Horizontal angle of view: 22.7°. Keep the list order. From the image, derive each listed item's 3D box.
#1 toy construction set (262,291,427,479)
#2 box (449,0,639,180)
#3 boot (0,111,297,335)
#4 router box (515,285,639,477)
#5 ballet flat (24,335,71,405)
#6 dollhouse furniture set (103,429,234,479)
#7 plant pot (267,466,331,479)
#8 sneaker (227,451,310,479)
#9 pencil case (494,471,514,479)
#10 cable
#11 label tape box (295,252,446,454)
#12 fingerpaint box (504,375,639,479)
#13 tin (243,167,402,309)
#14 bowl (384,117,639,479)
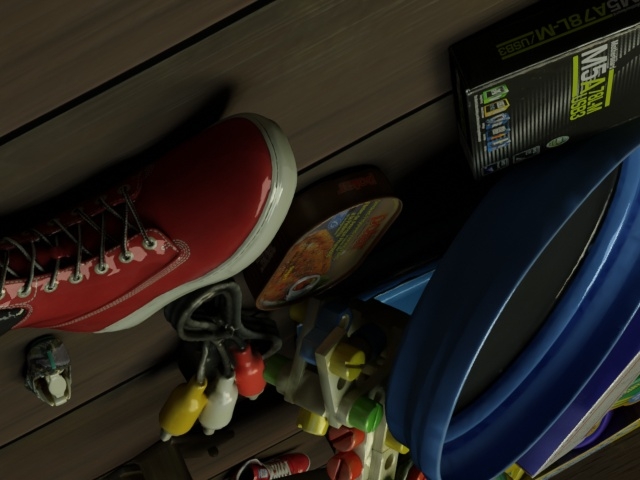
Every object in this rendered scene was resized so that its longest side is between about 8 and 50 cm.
[{"bbox_3d":[0.015,0.187,1.506,0.215,0.151,0.327,-27,146,-51],"label":"toy construction set"},{"bbox_3d":[0.192,-0.125,1.204,0.184,0.045,0.190,-19,161,0],"label":"box"},{"bbox_3d":[-0.142,-0.001,1.030,0.176,0.088,0.244,-4,154,-49],"label":"boot"},{"bbox_3d":[0.335,0.092,1.753,0.335,0.082,0.301,-52,166,11],"label":"router box"},{"bbox_3d":[-0.222,0.115,1.311,0.041,0.041,0.114,-23,162,-15],"label":"ballet flat"},{"bbox_3d":[-0.155,0.315,1.789,0.144,0.151,0.123,-33,162,25],"label":"dollhouse furniture set"},{"bbox_3d":[0.029,0.345,1.730,0.274,0.256,0.256,5,161,2],"label":"plant pot"},{"bbox_3d":[-0.063,0.298,2.058,0.118,0.042,0.067,-19,164,-19],"label":"sneaker"},{"bbox_3d":[0.136,0.264,1.941,0.104,0.236,0.104,-46,-167,14],"label":"pencil case"},{"bbox_3d":[-0.078,0.096,1.414,0.139,0.072,0.287,-27,163,-19],"label":"cable"},{"bbox_3d":[0.111,0.125,1.707,0.249,0.115,0.347,-25,164,-7],"label":"label tape box"},{"bbox_3d":[0.306,0.214,2.157,0.445,0.163,0.371,-35,161,24],"label":"fingerpaint box"},{"bbox_3d":[0.000,0.000,1.319,0.106,0.040,0.189,-13,158,-27],"label":"tin"},{"bbox_3d":[0.198,0.048,1.432,0.391,0.077,0.391,-42,153,-28],"label":"bowl"}]
